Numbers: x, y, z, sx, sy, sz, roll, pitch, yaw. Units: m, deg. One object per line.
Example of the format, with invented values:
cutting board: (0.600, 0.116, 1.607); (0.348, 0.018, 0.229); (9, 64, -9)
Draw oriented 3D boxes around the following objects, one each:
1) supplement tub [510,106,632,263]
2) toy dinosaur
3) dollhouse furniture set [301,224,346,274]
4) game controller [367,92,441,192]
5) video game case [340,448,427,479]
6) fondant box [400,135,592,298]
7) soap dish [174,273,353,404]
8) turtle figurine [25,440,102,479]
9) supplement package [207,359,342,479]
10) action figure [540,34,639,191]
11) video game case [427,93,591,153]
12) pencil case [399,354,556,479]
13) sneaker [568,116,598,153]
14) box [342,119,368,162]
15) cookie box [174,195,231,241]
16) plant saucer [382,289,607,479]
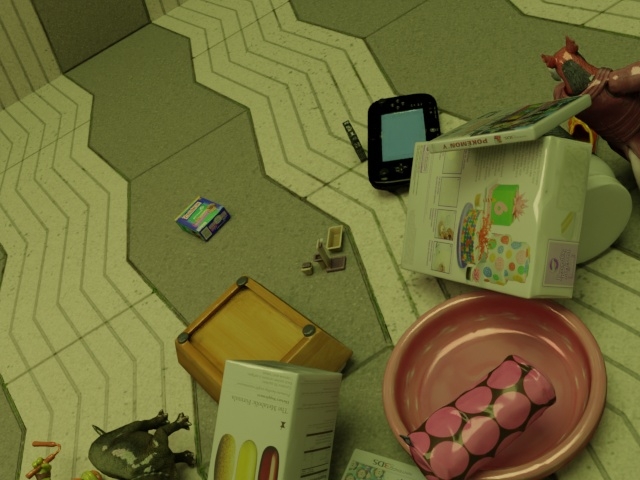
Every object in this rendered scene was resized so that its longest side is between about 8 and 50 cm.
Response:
supplement tub: (0.399, -0.103, 1.214); (0.191, 0.191, 0.272); (-28, 41, 0)
toy dinosaur: (-0.321, 0.361, 1.161); (0.314, 0.121, 0.160); (21, 25, 33)
dollhouse furniture set: (0.000, 0.000, 1.409); (0.091, 0.081, 0.114); (-10, 45, 19)
game controller: (0.192, -0.233, 1.549); (0.167, 0.067, 0.319); (-13, 44, 17)
video game case: (0.083, 0.401, 1.011); (0.143, 0.019, 0.157); (6, 52, 33)
fondant box: (0.275, -0.046, 1.127); (0.330, 0.096, 0.238); (13, 97, 62)
soap dish: (-0.119, 0.203, 1.244); (0.229, 0.118, 0.291); (-43, 45, -16)
turtle figurine: (-0.462, 0.468, 1.179); (0.270, 0.087, 0.217); (21, 36, 22)
supplement package: (-0.070, 0.311, 1.019); (0.139, 0.134, 0.244); (3, 82, 32)
action figure: (0.505, -0.204, 1.154); (0.248, 0.370, 0.275); (-21, 44, 63)
video game case: (0.299, -0.183, 1.068); (0.183, 0.023, 0.201); (-1, 21, 46)
pencil case: (0.214, 0.243, 0.924); (0.209, 0.095, 0.098); (-33, 25, -8)
sneaker: (0.529, -0.224, 1.359); (0.064, 0.067, 0.175); (-8, 44, 24)
box: (0.081, -0.234, 1.596); (0.018, 0.083, 0.067); (-26, 41, 4)
cookie box: (-0.288, -0.054, 1.649); (0.107, 0.040, 0.092); (22, 62, 42)
plant saucer: (0.264, 0.227, 1.039); (0.332, 0.084, 0.332); (-16, 43, 15)
